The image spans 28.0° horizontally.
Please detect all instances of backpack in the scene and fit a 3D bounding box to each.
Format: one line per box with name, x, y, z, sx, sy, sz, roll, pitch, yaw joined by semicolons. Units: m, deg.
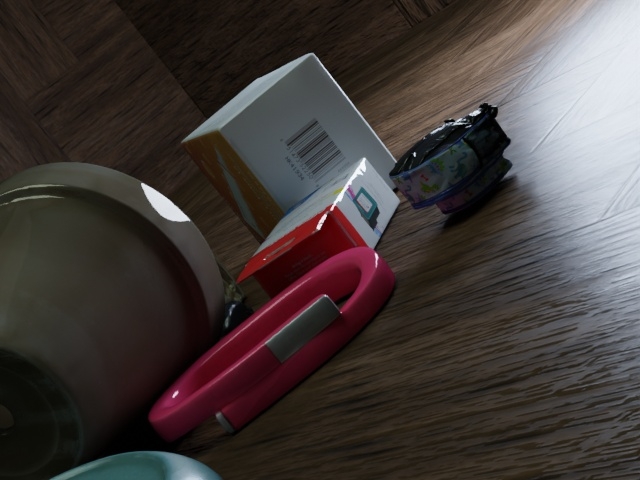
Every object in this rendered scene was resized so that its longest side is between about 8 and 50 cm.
backpack;0.140;-0.077;1.363;0.114;0.084;0.105;-37;8;-27

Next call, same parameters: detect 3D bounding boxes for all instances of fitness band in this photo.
fitness band;-0.049;0.109;1.311;0.291;0.054;0.209;-37;7;-1

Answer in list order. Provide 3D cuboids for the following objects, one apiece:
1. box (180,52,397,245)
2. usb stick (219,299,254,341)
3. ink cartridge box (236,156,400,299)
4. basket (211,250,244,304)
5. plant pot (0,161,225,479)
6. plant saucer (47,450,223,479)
box;-0.050;-0.117;1.832;0.168;0.215;0.345;-40;10;-10
usb stick;-0.194;0.157;1.607;0.278;0.045;0.077;-32;19;29
ink cartridge box;0.000;0.000;1.529;0.134;0.078;0.231;-34;11;27
basket;-0.197;0.093;1.718;0.167;0.113;0.103;-37;14;5
plant pot;-0.291;0.117;1.377;0.323;0.323;0.280;-33;16;25
plant saucer;-0.228;0.263;1.066;0.317;0.044;0.317;-24;13;6
